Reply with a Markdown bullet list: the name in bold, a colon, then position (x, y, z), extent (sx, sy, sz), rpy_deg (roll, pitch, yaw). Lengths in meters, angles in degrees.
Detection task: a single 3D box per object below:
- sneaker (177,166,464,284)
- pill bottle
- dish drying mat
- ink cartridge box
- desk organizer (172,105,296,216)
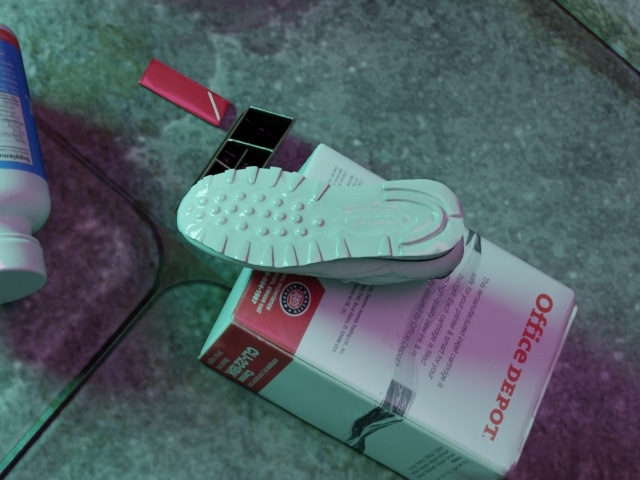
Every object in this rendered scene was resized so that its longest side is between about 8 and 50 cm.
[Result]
- **sneaker**: position (0.000, 0.000, 1.363), extent (0.235, 0.095, 0.090), rpy_deg (6, 68, 5)
- **pill bottle**: position (-0.291, -0.062, 1.375), extent (0.124, 0.124, 0.222), rpy_deg (-6, 72, -24)
- **dish drying mat**: position (-0.125, -0.137, 1.539), extent (0.083, 0.008, 0.032), rpy_deg (30, 62, -8)
- **ink cartridge box**: position (0.062, 0.076, 1.463), extent (0.272, 0.114, 0.197), rpy_deg (30, 60, -6)
- **desk organizer**: position (-0.076, -0.067, 1.505), extent (0.047, 0.050, 0.130), rpy_deg (35, 60, -5)
